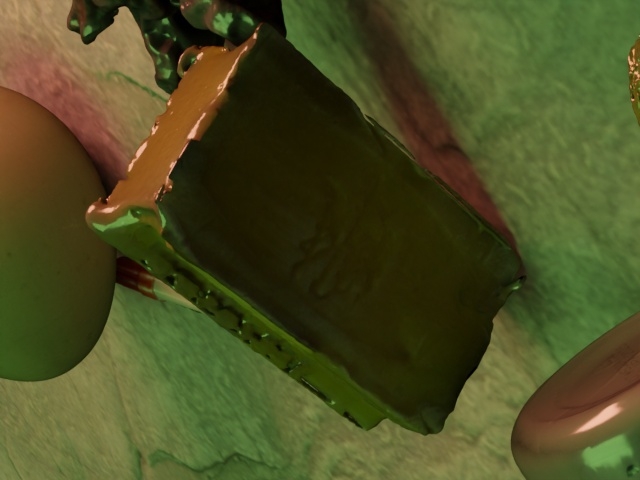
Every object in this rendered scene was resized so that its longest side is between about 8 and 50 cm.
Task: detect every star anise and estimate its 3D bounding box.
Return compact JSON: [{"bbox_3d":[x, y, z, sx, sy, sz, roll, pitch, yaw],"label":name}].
[{"bbox_3d":[-0.114,-0.188,1.006,0.212,0.129,0.283,36,155,-11],"label":"star anise"}]

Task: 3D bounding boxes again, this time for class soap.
[{"bbox_3d":[-0.001,0.000,0.947,0.233,0.135,0.076,39,157,-25],"label":"soap"}]

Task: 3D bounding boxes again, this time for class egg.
[{"bbox_3d":[-0.256,-0.003,1.321,0.188,0.188,0.254,7,124,52],"label":"egg"}]

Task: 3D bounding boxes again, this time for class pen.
[{"bbox_3d":[-0.087,0.045,1.298,0.239,0.028,0.028,15,133,47],"label":"pen"}]

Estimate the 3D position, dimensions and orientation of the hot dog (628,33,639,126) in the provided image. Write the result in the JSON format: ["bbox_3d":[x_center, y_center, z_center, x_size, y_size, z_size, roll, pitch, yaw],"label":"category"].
[{"bbox_3d":[0.180,-0.106,0.726,0.078,0.061,0.169,14,119,5],"label":"hot dog"}]

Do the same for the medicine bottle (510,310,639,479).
[{"bbox_3d":[0.234,0.175,0.852,0.289,0.157,0.157,56,150,-6],"label":"medicine bottle"}]
